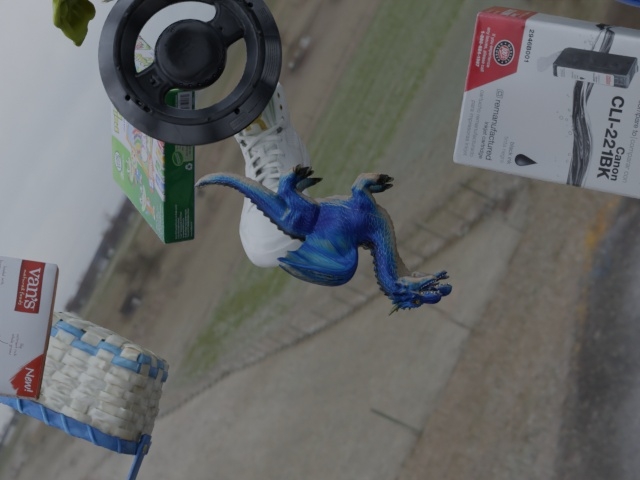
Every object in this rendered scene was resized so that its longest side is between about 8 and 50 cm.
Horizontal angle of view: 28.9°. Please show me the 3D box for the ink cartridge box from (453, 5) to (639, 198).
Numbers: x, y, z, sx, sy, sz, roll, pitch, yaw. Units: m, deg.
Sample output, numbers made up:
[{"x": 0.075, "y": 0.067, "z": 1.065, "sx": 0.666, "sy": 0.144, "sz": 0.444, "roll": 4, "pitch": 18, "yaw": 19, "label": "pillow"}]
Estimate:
[{"x": 0.323, "y": -0.174, "z": 1.564, "sx": 0.114, "sy": 0.272, "sz": 0.197, "roll": -39, "pitch": -41, "yaw": -68, "label": "ink cartridge box"}]

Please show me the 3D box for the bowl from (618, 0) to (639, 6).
[{"x": 0.494, "y": -0.507, "z": 1.717, "sx": 0.391, "sy": 0.391, "sz": 0.077, "roll": -60, "pitch": 5, "yaw": 26, "label": "bowl"}]

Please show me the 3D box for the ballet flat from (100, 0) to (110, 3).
[{"x": -0.229, "y": -0.309, "z": 1.325, "sx": 0.096, "sy": 0.095, "sz": 0.280, "roll": -44, "pitch": -1, "yaw": 7, "label": "ballet flat"}]

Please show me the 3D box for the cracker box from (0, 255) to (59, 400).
[{"x": -0.423, "y": 0.090, "z": 1.405, "sx": 0.067, "sy": 0.232, "sz": 0.156, "roll": 138, "pitch": 139, "yaw": -75, "label": "cracker box"}]

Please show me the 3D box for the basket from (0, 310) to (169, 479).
[{"x": -0.352, "y": 0.262, "z": 1.750, "sx": 0.289, "sy": 0.254, "sz": 0.201, "roll": -63, "pitch": -14, "yaw": -10, "label": "basket"}]

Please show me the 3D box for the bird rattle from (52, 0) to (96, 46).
[{"x": -0.293, "y": -0.395, "z": 1.700, "sx": 0.253, "sy": 0.143, "sz": 0.207, "roll": -46, "pitch": 8, "yaw": -31, "label": "bird rattle"}]

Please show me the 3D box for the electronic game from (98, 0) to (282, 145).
[{"x": -0.162, "y": -0.231, "z": 1.547, "sx": 0.048, "sy": 0.229, "sz": 0.229, "roll": 105, "pitch": -170, "yaw": -83, "label": "electronic game"}]

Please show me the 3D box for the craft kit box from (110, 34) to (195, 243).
[{"x": -0.259, "y": -0.160, "z": 1.898, "sx": 0.246, "sy": 0.061, "sz": 0.250, "roll": -132, "pitch": 39, "yaw": -53, "label": "craft kit box"}]

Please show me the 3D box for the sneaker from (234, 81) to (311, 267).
[{"x": -0.078, "y": -0.102, "z": 1.612, "sx": 0.108, "sy": 0.169, "sz": 0.292, "roll": -18, "pitch": 32, "yaw": 8, "label": "sneaker"}]

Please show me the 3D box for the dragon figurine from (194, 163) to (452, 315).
[{"x": 0.000, "y": 0.000, "z": 1.303, "sx": 0.085, "sy": 0.289, "sz": 0.144, "roll": 86, "pitch": -169, "yaw": -83, "label": "dragon figurine"}]
